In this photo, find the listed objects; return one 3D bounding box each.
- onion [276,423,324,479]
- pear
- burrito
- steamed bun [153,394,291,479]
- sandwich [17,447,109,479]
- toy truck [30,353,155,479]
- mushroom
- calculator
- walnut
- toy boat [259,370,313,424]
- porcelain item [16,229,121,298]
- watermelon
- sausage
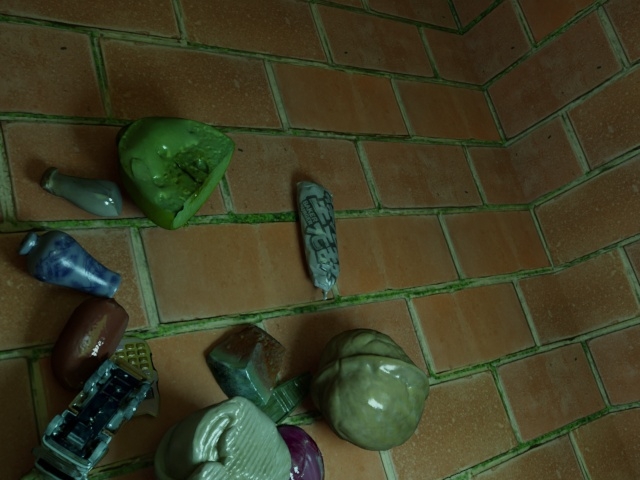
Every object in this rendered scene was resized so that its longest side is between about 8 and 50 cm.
[{"bbox_3d":[-0.069,0.649,1.843,0.248,0.111,0.250,-21,80,-40],"label":"onion"},{"bbox_3d":[-0.466,-0.218,1.908,0.318,0.238,0.342,36,55,-2],"label":"pear"},{"bbox_3d":[0.000,0.000,2.227,0.139,0.101,0.445,11,60,-39],"label":"burrito"},{"bbox_3d":[-0.262,0.575,1.636,0.342,0.255,0.367,-55,129,-46],"label":"steamed bun"},{"bbox_3d":[-0.606,0.535,1.504,0.094,0.096,0.258,49,45,1],"label":"sandwich"},{"bbox_3d":[-0.522,0.417,1.489,0.136,0.162,0.305,33,29,-2],"label":"toy truck"},{"bbox_3d":[-0.661,-0.130,1.804,0.225,0.093,0.116,10,47,-23],"label":"mushroom"},{"bbox_3d":[-0.506,0.361,1.707,0.157,0.033,0.236,0,66,-36],"label":"calculator"},{"bbox_3d":[0.149,0.449,1.943,0.382,0.381,0.380,17,59,-30],"label":"walnut"},{"bbox_3d":[-0.126,0.486,1.916,0.293,0.055,0.093,-32,88,-42],"label":"toy boat"},{"bbox_3d":[-0.650,0.065,1.681,0.259,0.141,0.141,36,50,-31],"label":"porcelain item"},{"bbox_3d":[-0.192,0.343,1.913,0.192,0.140,0.256,56,39,-11],"label":"watermelon"},{"bbox_3d":[-0.581,0.250,1.626,0.148,0.148,0.254,37,58,-17],"label":"sausage"}]
